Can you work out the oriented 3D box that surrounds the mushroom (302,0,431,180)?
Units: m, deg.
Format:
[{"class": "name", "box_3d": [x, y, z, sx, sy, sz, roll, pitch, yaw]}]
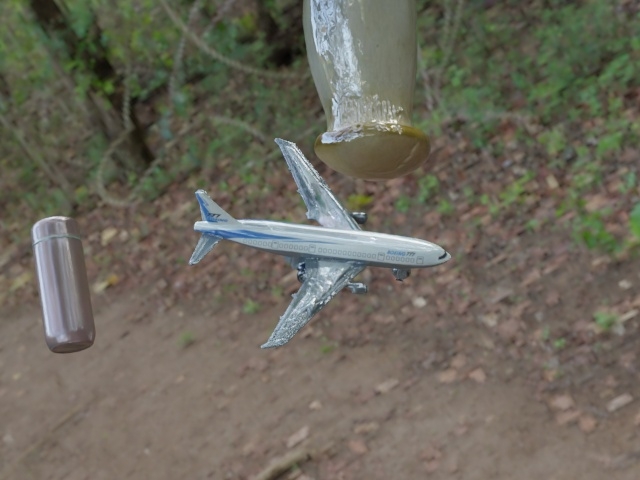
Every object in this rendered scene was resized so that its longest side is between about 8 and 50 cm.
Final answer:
[{"class": "mushroom", "box_3d": [0.043, -0.272, 1.368, 0.137, 0.408, 0.154, -3, -14, -19]}]

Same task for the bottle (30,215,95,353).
[{"class": "bottle", "box_3d": [-0.270, 0.046, 1.273, 0.053, 0.140, 0.053, -11, -16, -3]}]

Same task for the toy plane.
[{"class": "toy plane", "box_3d": [-0.002, 0.002, 1.025, 0.058, 0.226, 0.226, 119, 159, -48]}]
